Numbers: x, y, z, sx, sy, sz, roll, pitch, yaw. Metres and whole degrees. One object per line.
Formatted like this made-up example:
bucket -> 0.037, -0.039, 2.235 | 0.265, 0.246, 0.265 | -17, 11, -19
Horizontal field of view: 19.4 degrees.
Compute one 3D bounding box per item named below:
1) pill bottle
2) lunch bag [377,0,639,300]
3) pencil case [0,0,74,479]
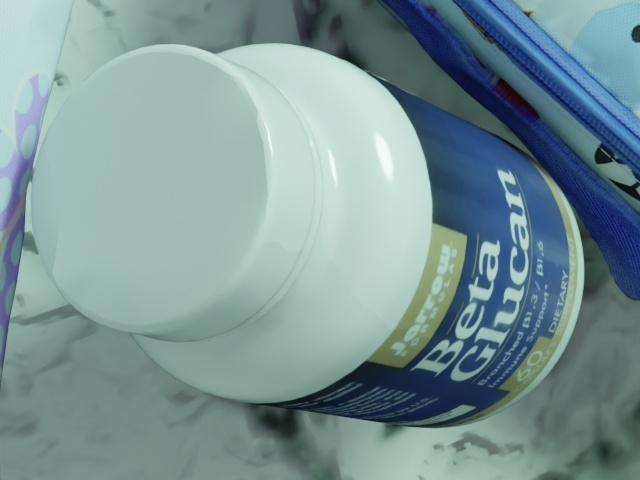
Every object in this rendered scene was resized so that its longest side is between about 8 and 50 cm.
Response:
pill bottle -> 0.000, 0.000, 0.510 | 0.169, 0.094, 0.094 | 17, 90, -60
lunch bag -> 0.139, -0.112, 0.593 | 0.303, 0.115, 0.243 | 40, 82, -24
pencil case -> -0.120, -0.032, 0.477 | 0.124, 0.113, 0.273 | 8, 94, -26
